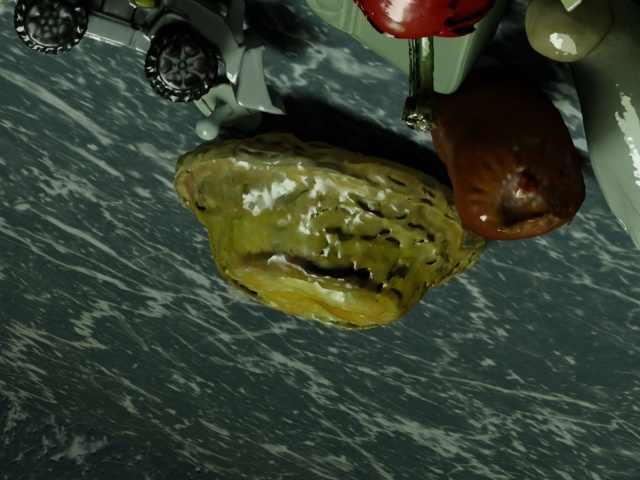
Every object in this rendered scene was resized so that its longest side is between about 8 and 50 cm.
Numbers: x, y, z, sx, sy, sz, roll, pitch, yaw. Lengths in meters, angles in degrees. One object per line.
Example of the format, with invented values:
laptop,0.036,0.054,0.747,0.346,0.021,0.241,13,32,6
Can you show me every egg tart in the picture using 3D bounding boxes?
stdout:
egg tart,-0.001,0.001,1.910,0.341,0.129,0.341,16,165,4

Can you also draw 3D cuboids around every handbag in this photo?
handbag,0.037,-0.223,1.414,0.219,0.079,0.256,30,161,6

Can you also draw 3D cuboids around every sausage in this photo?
sausage,0.138,-0.077,1.474,0.097,0.094,0.348,-7,-164,0

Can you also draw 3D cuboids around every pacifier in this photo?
pacifier,-0.096,-0.119,1.845,0.083,0.064,0.068,6,139,43

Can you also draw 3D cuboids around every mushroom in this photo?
mushroom,0.227,-0.109,1.422,0.103,0.118,0.270,-11,135,30

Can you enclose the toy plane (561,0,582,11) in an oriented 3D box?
toy plane,0.191,-0.228,1.127,0.244,0.229,0.092,-45,70,43

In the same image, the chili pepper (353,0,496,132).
chili pepper,0.073,-0.233,1.186,0.110,0.110,0.387,20,139,13

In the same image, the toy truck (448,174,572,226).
toy truck,0.172,-0.060,1.688,0.123,0.062,0.052,21,161,9

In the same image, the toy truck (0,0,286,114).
toy truck,-0.153,-0.194,1.646,0.286,0.111,0.136,19,-167,-11
